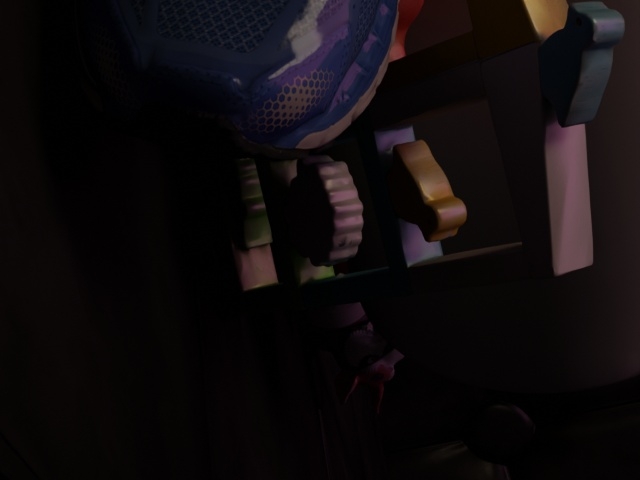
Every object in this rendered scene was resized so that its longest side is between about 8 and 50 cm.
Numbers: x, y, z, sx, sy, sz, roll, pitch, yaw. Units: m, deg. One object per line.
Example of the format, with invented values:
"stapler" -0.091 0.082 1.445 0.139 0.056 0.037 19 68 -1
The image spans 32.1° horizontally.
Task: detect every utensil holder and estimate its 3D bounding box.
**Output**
"utensil holder" 0.138 -0.132 0.753 0.327 0.327 0.385 -98 176 -52

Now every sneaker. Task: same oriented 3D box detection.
"sneaker" -0.015 -0.181 0.398 0.147 0.130 0.330 97 3 -65

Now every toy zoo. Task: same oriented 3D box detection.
"toy zoo" 0.027 -0.067 0.547 0.293 0.030 0.192 -13 -90 52

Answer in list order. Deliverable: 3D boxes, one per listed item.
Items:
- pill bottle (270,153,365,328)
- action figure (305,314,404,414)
"pill bottle" 0.000 0.000 0.963 0.086 0.086 0.152 -99 175 -51
"action figure" 0.036 -0.004 1.142 0.248 0.276 0.370 65 31 -55
